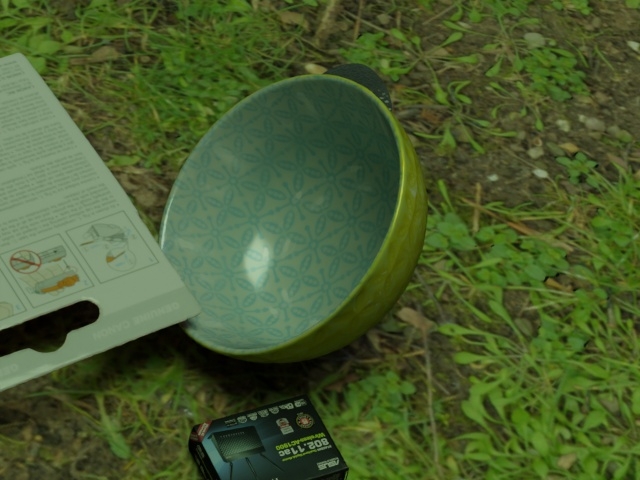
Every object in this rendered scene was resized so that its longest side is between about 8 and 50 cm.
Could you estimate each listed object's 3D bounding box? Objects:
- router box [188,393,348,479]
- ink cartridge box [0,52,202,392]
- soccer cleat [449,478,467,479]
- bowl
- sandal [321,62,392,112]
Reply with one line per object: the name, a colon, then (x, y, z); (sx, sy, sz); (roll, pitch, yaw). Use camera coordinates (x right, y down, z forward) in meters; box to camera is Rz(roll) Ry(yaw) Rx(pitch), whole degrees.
router box: (-0.049, 0.200, 1.617); (0.122, 0.038, 0.092); (-14, 53, -24)
ink cartridge box: (-0.341, 0.005, 1.707); (0.308, 0.091, 0.385); (-21, 58, -28)
soccer cleat: (0.034, 0.310, 1.477); (0.143, 0.116, 0.331); (23, 47, 9)
bowl: (0.000, 0.000, 1.712); (0.156, 0.289, 0.289); (33, 26, -47)
sandal: (0.037, -0.083, 1.903); (0.097, 0.054, 0.254); (-4, 58, -7)
